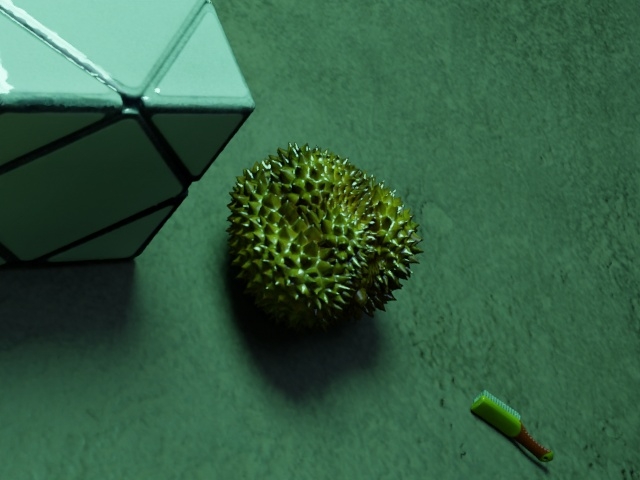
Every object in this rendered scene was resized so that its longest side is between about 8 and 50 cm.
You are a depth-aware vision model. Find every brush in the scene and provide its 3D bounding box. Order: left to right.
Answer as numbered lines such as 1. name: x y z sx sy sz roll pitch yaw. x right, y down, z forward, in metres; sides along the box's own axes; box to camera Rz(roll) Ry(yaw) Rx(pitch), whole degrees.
1. brush: 0.166 0.159 1.191 0.083 0.019 0.021 38 33 -5

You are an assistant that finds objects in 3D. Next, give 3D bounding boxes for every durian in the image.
1. durian: 0.000 0.000 1.113 0.158 0.137 0.168 22 30 -49

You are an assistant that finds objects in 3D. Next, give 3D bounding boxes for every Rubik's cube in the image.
1. Rubik's cube: -0.203 -0.116 0.987 0.207 0.205 0.205 -3 60 -38
